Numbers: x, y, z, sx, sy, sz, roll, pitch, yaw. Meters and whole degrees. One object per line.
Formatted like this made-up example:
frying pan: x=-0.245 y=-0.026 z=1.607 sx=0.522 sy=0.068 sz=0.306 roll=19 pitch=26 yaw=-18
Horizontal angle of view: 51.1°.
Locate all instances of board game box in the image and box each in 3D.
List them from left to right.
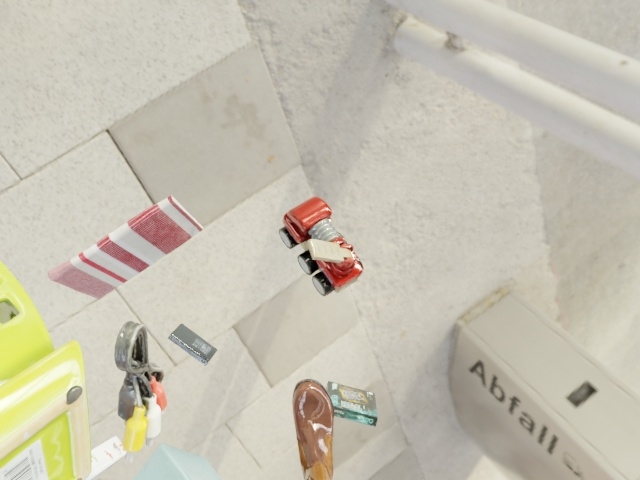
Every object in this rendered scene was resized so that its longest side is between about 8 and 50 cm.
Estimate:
board game box: x=-0.525 y=0.507 z=1.363 sx=0.193 sy=0.053 sz=0.305 roll=-40 pitch=175 yaw=-2
board game box: x=0.072 y=0.392 z=1.623 sx=0.186 sy=0.126 sz=0.026 roll=-58 pitch=162 yaw=-85

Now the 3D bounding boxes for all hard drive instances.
hard drive: x=-0.368 y=0.300 z=1.941 sx=0.022 sy=0.135 sz=0.094 roll=-53 pitch=-179 yaw=15

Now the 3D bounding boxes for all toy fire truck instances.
toy fire truck: x=0.000 y=0.000 z=1.508 sx=0.158 sy=0.217 sz=0.246 roll=-31 pitch=167 yaw=-19

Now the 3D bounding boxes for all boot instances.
boot: x=-0.015 y=0.461 z=1.397 sx=0.096 sy=0.280 sz=0.264 roll=1 pitch=106 yaw=-2

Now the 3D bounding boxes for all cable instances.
cable: x=-0.259 y=0.208 z=1.013 sx=0.139 sy=0.072 sz=0.287 roll=-64 pitch=175 yaw=-48

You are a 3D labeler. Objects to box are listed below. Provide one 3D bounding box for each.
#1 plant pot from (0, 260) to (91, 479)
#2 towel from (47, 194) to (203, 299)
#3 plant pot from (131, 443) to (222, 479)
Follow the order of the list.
plant pot: x=-0.344 y=0.170 z=0.621 sx=0.227 sy=0.207 sz=0.228 roll=-39 pitch=151 yaw=-44
towel: x=-0.457 y=0.019 z=1.608 sx=0.329 sy=0.037 sz=0.237 roll=-33 pitch=163 yaw=-2
plant pot: x=-0.381 y=0.761 z=1.864 sx=0.247 sy=0.252 sz=0.248 roll=-53 pitch=145 yaw=-8
